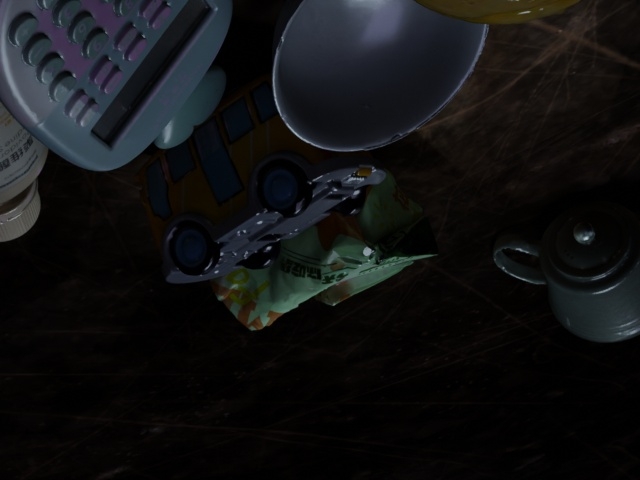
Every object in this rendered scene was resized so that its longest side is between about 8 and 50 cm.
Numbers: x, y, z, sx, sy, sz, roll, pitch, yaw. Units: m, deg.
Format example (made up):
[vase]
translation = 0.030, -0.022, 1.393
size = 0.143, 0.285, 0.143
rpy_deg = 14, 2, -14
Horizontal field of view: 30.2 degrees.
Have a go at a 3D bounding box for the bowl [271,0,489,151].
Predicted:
[bowl]
translation = 0.031, -0.170, 0.931
size = 0.189, 0.086, 0.189
rpy_deg = -19, 138, -18

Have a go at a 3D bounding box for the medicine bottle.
[medicine bottle]
translation = -0.265, -0.085, 0.892
size = 0.114, 0.114, 0.252
rpy_deg = -14, 153, -10

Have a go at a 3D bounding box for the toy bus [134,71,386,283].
[toy bus]
translation = -0.063, -0.056, 1.040
size = 0.209, 0.136, 0.126
rpy_deg = -32, 167, 26

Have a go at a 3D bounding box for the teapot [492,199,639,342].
[teapot]
translation = 0.325, 0.022, 1.436
size = 0.239, 0.162, 0.149
rpy_deg = 1, 154, 30

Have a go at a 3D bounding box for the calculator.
[calculator]
translation = -0.142, -0.143, 0.846
size = 0.185, 0.041, 0.299
rpy_deg = -55, 160, -3

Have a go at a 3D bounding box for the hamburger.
[hamburger]
translation = 0.002, 0.001, 1.203
size = 0.214, 0.125, 0.235
rpy_deg = -21, -174, 32

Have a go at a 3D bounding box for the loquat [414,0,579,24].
[loquat]
translation = 0.096, -0.250, 0.711
size = 0.244, 0.243, 0.244
rpy_deg = -15, 152, -8
